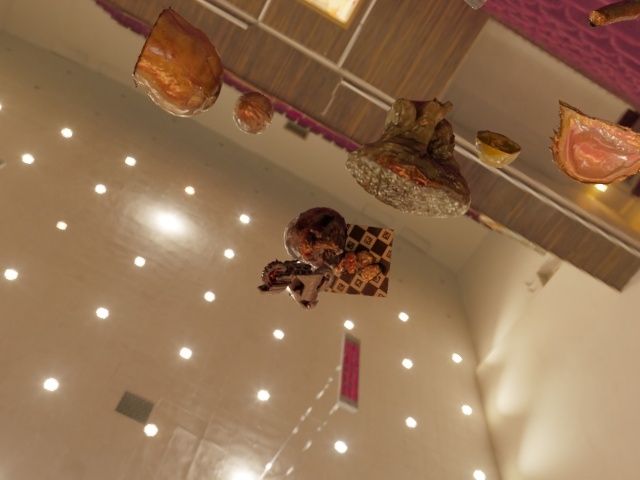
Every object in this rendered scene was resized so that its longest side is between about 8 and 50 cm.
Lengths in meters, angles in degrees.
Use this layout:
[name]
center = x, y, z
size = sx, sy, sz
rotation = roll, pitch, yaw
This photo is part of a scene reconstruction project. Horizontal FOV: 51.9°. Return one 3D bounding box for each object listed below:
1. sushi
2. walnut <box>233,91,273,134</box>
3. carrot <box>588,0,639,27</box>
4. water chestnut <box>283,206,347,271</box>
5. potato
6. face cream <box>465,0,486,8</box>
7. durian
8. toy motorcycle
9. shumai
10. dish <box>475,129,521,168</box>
[sushi]
center = 0.105, 0.067, 2.342
size = 0.290, 0.264, 0.050
rotation = 6, 180, 24
[walnut]
center = -0.225, -0.427, 2.199
size = 0.140, 0.140, 0.162
rotation = 47, -177, 29
[carrot]
center = 0.952, -0.731, 2.114
size = 0.260, 0.070, 0.070
rotation = -24, -124, -33
[water chestnut]
center = 0.000, 0.000, 2.204
size = 0.224, 0.223, 0.238
rotation = 7, -179, -45
[potato]
center = -0.405, -0.525, 1.994
size = 0.237, 0.288, 0.301
rotation = 23, -167, -8
[face cream]
center = 0.363, -0.746, 1.817
size = 0.250, 0.077, 0.077
rotation = 31, -157, -20
[durian]
center = 0.759, -0.247, 1.821
size = 0.305, 0.195, 0.185
rotation = 20, -159, 1
[toy motorcycle]
center = -0.063, 0.107, 1.575
size = 0.215, 0.122, 0.080
rotation = 8, -161, -42
[shumai]
center = 0.301, -0.265, 2.007
size = 0.397, 0.323, 0.324
rotation = 23, 165, -3
[dish]
center = 0.567, -0.289, 2.143
size = 0.149, 0.080, 0.207
rotation = 8, -152, -10
